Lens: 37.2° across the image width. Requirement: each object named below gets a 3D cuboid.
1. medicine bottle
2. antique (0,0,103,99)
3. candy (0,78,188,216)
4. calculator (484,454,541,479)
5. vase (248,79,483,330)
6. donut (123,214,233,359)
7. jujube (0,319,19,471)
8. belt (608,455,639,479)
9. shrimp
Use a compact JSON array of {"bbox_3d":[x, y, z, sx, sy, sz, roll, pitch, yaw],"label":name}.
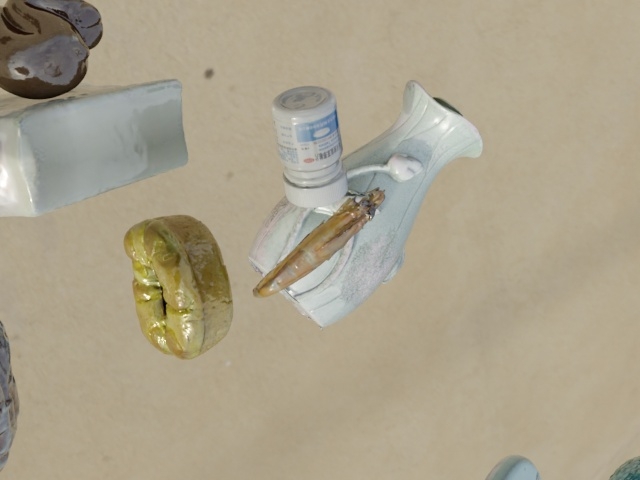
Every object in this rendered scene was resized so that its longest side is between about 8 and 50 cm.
[{"bbox_3d":[-0.016,-0.145,1.469,0.105,0.105,0.168,-27,129,-24],"label":"medicine bottle"},{"bbox_3d":[-0.428,-0.248,1.262,0.257,0.143,0.121,2,138,1],"label":"antique"},{"bbox_3d":[-0.368,-0.139,1.350,0.359,0.208,0.145,-30,119,-56],"label":"candy"},{"bbox_3d":[0.195,0.382,1.074,0.295,0.042,0.184,-60,136,-33],"label":"calculator"},{"bbox_3d":[0.082,-0.068,1.659,0.445,0.250,0.250,-47,139,-5],"label":"vase"},{"bbox_3d":[-0.248,0.083,1.689,0.128,0.208,0.261,-18,107,-34],"label":"donut"},{"bbox_3d":[-0.507,0.208,1.239,0.226,0.226,0.317,-17,134,-32],"label":"jujube"},{"bbox_3d":[0.149,0.245,0.457,0.087,0.072,0.302,28,72,-10],"label":"belt"},{"bbox_3d":[0.001,0.001,1.005,0.178,0.034,0.124,-42,-176,8],"label":"shrimp"}]
